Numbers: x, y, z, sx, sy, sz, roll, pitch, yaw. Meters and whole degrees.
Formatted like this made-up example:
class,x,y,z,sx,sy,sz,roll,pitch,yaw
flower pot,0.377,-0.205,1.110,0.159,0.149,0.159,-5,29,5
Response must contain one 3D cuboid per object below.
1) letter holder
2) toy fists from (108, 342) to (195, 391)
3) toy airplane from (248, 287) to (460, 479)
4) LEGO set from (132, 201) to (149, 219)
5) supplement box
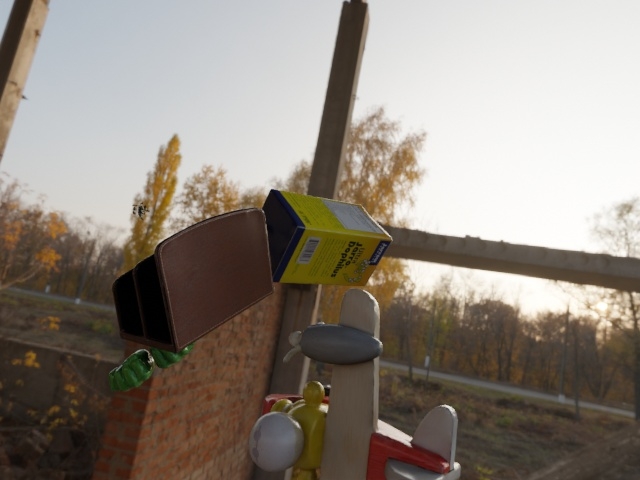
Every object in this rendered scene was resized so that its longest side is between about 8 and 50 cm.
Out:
class,x,y,z,sx,sy,sz,roll,pitch,yaw
letter holder,-0.250,0.052,0.947,0.152,0.215,0.302,5,19,29
toy fists,-0.508,0.360,1.419,0.279,0.096,0.142,-29,6,-7
toy airplane,0.022,0.329,0.741,0.272,0.386,0.384,15,-56,-33
LEGO set,-0.561,-0.093,1.442,0.023,0.054,0.083,-6,-20,12
supplement box,0.000,0.000,1.402,0.356,0.195,0.194,7,32,-37
